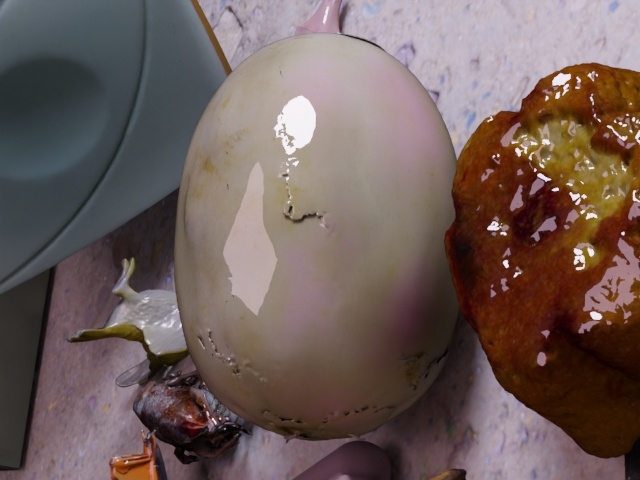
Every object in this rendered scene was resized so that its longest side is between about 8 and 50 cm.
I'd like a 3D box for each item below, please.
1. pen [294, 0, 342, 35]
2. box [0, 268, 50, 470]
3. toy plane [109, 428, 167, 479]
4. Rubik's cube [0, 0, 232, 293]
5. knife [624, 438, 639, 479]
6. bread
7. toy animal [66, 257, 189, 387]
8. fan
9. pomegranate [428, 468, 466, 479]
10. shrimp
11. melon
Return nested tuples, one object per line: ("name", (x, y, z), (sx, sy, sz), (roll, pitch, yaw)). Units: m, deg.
("pen", (-0.015, -0.136, 1.695), (0.053, 0.032, 0.197), (28, 100, 55))
("box", (-0.359, 0.124, 2.009), (0.129, 0.086, 0.225), (-9, 69, 51))
("toy plane", (-0.130, 0.255, 1.664), (0.135, 0.062, 0.188), (149, 102, -75))
("Rubik's cube", (-0.307, -0.206, 1.755), (0.351, 0.347, 0.352), (-29, 46, -1))
("knife", (0.221, 0.211, 1.244), (0.060, 0.028, 0.230), (-17, 59, 36))
("bread", (0.188, -0.003, 1.274), (0.232, 0.135, 0.247), (-42, 46, 31))
("toy animal", (-0.143, 0.055, 1.712), (0.155, 0.095, 0.219), (-54, 7, -9))
("fan", (-0.039, 0.238, 1.524), (0.244, 0.074, 0.130), (-37, 16, 27))
("pomegranate", (0.037, 0.298, 1.223), (0.338, 0.338, 0.338), (-26, 57, 46))
("shrimp", (-0.106, 0.151, 1.671), (0.190, 0.073, 0.075), (-1, 119, 63))
("melon", (0.000, 0.000, 1.458), (0.223, 0.223, 0.317), (-20, 61, 48))
